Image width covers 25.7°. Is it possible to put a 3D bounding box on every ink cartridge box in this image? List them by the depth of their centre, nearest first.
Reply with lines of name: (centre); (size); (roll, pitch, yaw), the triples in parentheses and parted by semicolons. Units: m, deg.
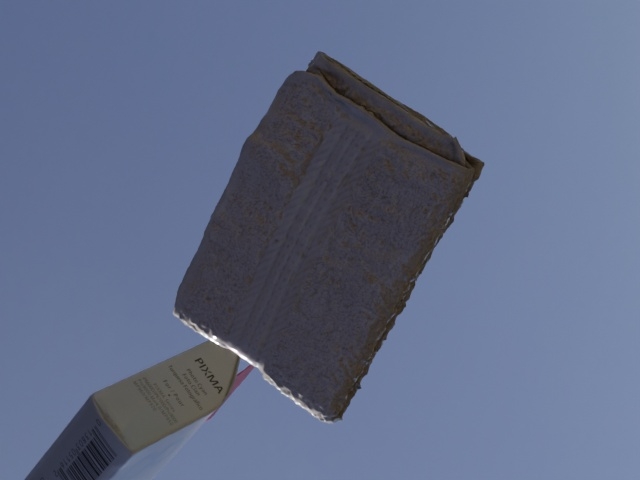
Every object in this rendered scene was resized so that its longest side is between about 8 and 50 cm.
ink cartridge box: (-0.182, 0.238, 1.726); (0.385, 0.308, 0.091); (-20, -112, -47)

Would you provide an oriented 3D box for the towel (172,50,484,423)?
towel: (0.000, 0.000, 1.184); (0.049, 0.187, 0.282); (-18, -42, -62)
